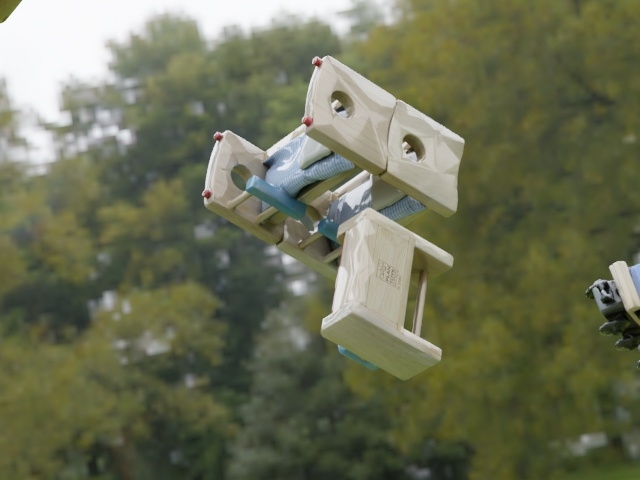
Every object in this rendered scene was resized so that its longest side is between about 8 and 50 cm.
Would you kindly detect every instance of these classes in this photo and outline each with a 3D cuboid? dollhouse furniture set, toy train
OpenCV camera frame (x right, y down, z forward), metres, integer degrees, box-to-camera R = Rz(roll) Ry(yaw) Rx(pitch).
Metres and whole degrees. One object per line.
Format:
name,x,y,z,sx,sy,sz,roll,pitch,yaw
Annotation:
dollhouse furniture set,0.000,0.000,1.208,0.129,0.184,0.129,30,-40,-26
toy train,0.160,0.044,0.823,0.036,0.027,0.158,-26,-29,17

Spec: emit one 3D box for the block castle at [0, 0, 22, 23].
block castle,-0.427,-0.305,1.494,0.453,0.303,0.213,-23,-13,-45
